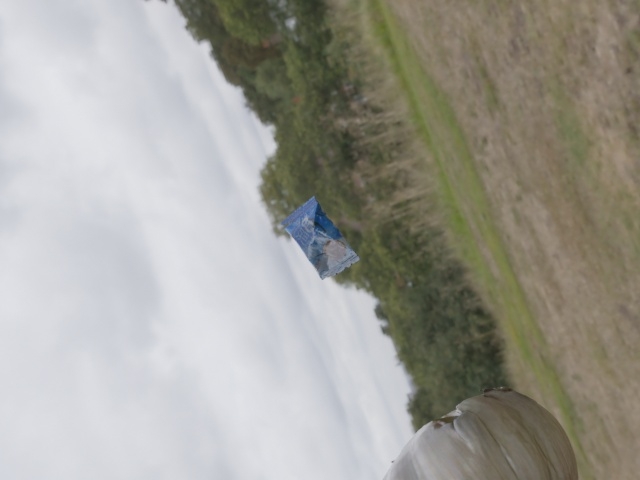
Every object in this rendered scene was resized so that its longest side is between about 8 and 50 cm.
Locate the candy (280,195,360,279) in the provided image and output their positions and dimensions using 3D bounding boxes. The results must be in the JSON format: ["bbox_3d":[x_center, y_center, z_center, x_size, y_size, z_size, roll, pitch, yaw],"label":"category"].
[{"bbox_3d":[-0.001,0.000,1.578,0.136,0.088,0.038,54,-154,3],"label":"candy"}]

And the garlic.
[{"bbox_3d":[0.212,0.362,1.306,0.241,0.322,0.322,-105,-6,-47],"label":"garlic"}]
